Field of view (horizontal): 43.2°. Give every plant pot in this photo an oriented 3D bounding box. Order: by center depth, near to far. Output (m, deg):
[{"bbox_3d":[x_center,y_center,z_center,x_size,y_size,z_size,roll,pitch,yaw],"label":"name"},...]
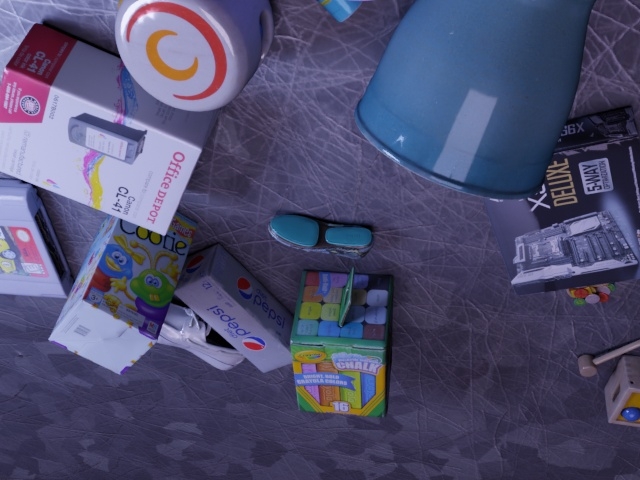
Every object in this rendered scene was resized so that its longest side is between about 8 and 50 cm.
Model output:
[{"bbox_3d":[0.212,-0.232,1.031,0.272,0.271,0.255,17,120,-6],"label":"plant pot"}]

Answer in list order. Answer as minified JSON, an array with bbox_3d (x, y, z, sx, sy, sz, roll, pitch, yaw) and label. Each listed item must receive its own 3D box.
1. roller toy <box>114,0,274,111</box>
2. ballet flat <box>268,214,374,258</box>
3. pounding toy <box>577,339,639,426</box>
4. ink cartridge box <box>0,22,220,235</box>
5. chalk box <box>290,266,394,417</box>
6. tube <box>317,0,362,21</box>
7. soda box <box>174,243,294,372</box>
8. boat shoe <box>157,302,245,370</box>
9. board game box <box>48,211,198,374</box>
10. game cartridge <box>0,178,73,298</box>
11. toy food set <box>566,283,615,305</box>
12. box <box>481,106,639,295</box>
[{"bbox_3d":[-0.169,-0.287,1.110,0.209,0.146,0.191,-20,120,35],"label":"roller toy"},{"bbox_3d":[0.000,0.000,1.436,0.189,0.070,0.070,11,136,4],"label":"ballet flat"},{"bbox_3d":[0.610,0.283,1.582,0.206,0.094,0.181,7,136,3],"label":"pounding toy"},{"bbox_3d":[-0.343,-0.168,1.278,0.306,0.131,0.226,23,135,-11],"label":"ink cartridge box"},{"bbox_3d":[0.043,0.176,1.523,0.179,0.180,0.289,3,134,8],"label":"chalk box"},{"bbox_3d":[-0.031,-0.372,1.048,0.207,0.052,0.080,39,155,-21],"label":"tube"},{"bbox_3d":[-0.153,0.137,1.581,0.098,0.091,0.286,-23,127,28],"label":"soda box"},{"bbox_3d":[-0.254,0.180,1.645,0.267,0.096,0.088,36,127,-26],"label":"boat shoe"},{"bbox_3d":[-0.337,0.066,1.410,0.142,0.275,0.144,31,132,-20],"label":"board game box"},{"bbox_3d":[-0.608,0.003,1.561,0.196,0.060,0.294,6,136,11],"label":"game cartridge"},{"bbox_3d":[0.486,0.086,1.457,0.083,0.020,0.082,-16,130,25],"label":"toy food set"},{"bbox_3d":[0.397,-0.050,1.293,0.243,0.076,0.307,-10,133,21],"label":"box"}]
